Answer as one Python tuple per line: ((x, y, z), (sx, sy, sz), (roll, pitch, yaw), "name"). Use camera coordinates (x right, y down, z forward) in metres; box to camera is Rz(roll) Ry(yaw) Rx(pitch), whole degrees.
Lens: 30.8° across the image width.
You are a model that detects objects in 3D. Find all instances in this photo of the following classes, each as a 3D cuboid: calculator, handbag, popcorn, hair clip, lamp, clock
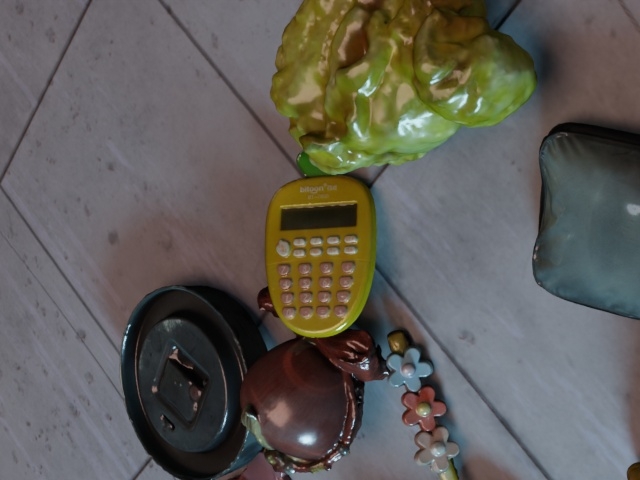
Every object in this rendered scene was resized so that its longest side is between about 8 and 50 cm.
((0.000, 0.000, 1.402), (0.146, 0.032, 0.234), (-3, 77, 26), "calculator")
((0.349, 0.002, 1.122), (0.332, 0.075, 0.191), (19, 118, 39), "handbag")
((0.076, -0.200, 1.229), (0.286, 0.174, 0.225), (-19, 84, 42), "popcorn")
((0.125, 0.211, 1.392), (0.056, 0.062, 0.213), (-175, 65, -83), "hair clip")
((-0.090, 0.366, 1.644), (0.123, 0.102, 0.138), (62, 164, 9), "hair clip")
((-0.020, 0.173, 1.460), (0.215, 0.151, 0.223), (40, 87, 22), "lamp")
((-0.174, 0.197, 1.617), (0.281, 0.055, 0.280), (7, 100, 43), "clock")

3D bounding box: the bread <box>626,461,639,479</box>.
((0.379, 0.317, 1.180), (0.077, 0.116, 0.200), (-26, 86, 18), "bread")
